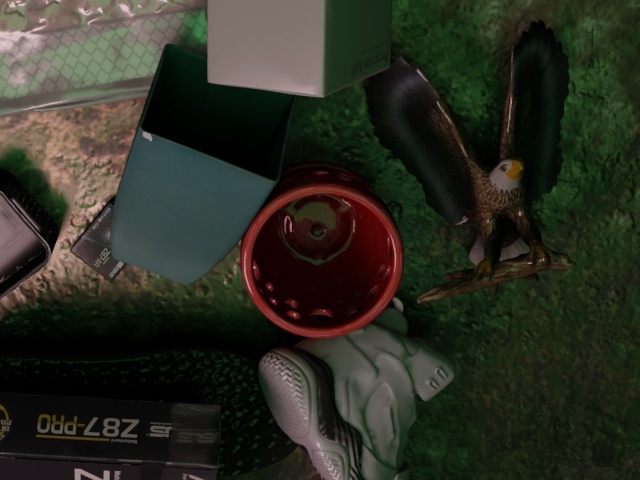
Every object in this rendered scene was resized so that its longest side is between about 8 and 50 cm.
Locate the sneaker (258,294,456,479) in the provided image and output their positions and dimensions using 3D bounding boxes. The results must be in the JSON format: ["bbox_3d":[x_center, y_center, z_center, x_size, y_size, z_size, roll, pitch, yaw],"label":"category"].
[{"bbox_3d":[0.083,0.247,1.943,0.210,0.137,0.366,-34,112,-20],"label":"sneaker"}]

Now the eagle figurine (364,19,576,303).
[{"bbox_3d":[0.205,-0.093,1.873,0.226,0.225,0.298,-5,76,-42],"label":"eagle figurine"}]

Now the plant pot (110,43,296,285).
[{"bbox_3d":[-0.157,-0.071,1.831,0.166,0.165,0.234,21,131,-11],"label":"plant pot"}]

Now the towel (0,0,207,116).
[{"bbox_3d":[-0.288,-0.311,1.822,0.332,0.053,0.317,-9,108,-1],"label":"towel"}]

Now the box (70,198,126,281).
[{"bbox_3d":[-0.261,0.000,1.942,0.067,0.018,0.083,39,102,-13],"label":"box"}]

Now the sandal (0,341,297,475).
[{"bbox_3d":[-0.240,0.189,1.950,0.446,0.107,0.167,8,106,-11],"label":"sandal"}]

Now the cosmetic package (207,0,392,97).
[{"bbox_3d":[-0.020,-0.359,1.726,0.155,0.197,0.365,8,110,24],"label":"cosmetic package"}]

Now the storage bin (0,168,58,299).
[{"bbox_3d":[-0.424,0.013,1.905,0.180,0.084,0.122,-37,106,8],"label":"storage bin"}]

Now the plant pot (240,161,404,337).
[{"bbox_3d":[0.000,0.000,1.873,0.191,0.174,0.191,0,108,-1],"label":"plant pot"}]

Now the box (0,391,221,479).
[{"bbox_3d":[-0.291,0.329,1.912,0.318,0.097,0.395,4,141,-7],"label":"box"}]
